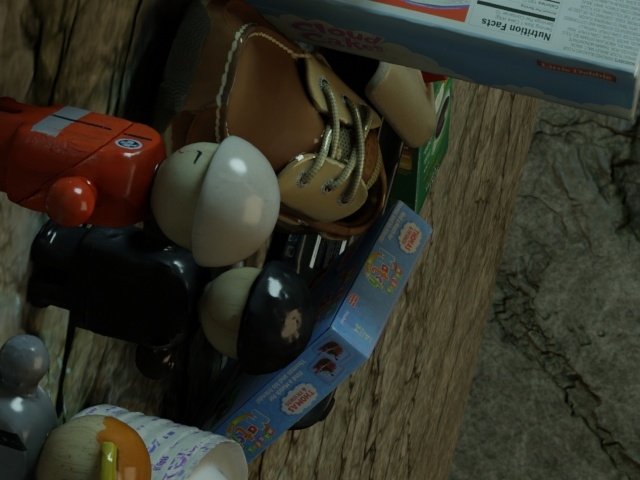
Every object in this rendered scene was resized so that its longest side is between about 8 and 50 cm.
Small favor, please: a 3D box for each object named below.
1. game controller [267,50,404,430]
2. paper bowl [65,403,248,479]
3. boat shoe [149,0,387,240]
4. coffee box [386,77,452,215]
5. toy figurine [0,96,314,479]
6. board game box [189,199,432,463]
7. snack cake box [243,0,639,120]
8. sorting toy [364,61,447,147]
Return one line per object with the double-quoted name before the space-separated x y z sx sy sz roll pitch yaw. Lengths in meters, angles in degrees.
"game controller" 0.000 0.000 1.564 0.166 0.067 0.319 25 79 -64
"paper bowl" -0.104 0.249 1.124 0.284 0.148 0.284 14 90 -77
"boat shoe" -0.018 -0.070 1.195 0.324 0.120 0.122 40 65 -78
"coffee box" 0.096 -0.119 1.879 0.184 0.040 0.113 90 19 -51
"toy figurine" -0.100 0.057 0.896 0.213 0.148 0.209 82 25 -63
"board game box" -0.019 0.081 1.331 0.211 0.039 0.160 -45 -171 37
"snack cake box" 0.084 -0.183 1.180 0.089 0.264 0.152 63 43 -74
"sorting toy" 0.059 -0.211 1.449 0.307 0.041 0.229 38 51 -75
